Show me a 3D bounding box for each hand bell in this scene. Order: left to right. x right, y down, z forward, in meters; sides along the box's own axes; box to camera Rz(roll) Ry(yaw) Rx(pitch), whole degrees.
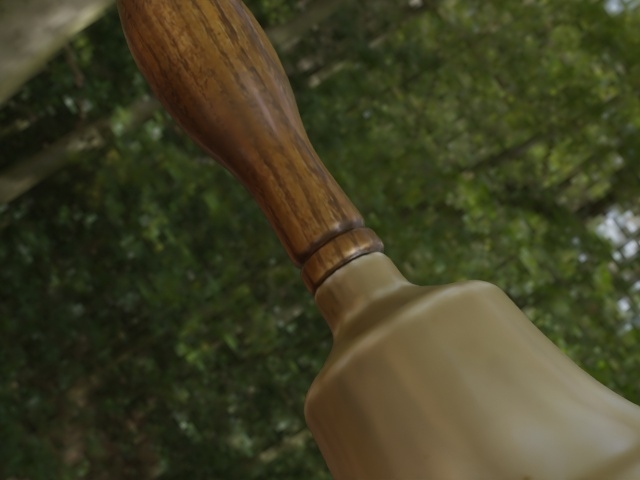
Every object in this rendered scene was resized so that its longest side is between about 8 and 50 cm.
[{"bbox_3d":[0.000,0.000,0.448,0.242,0.126,0.126,55,-10,19],"label":"hand bell"}]
